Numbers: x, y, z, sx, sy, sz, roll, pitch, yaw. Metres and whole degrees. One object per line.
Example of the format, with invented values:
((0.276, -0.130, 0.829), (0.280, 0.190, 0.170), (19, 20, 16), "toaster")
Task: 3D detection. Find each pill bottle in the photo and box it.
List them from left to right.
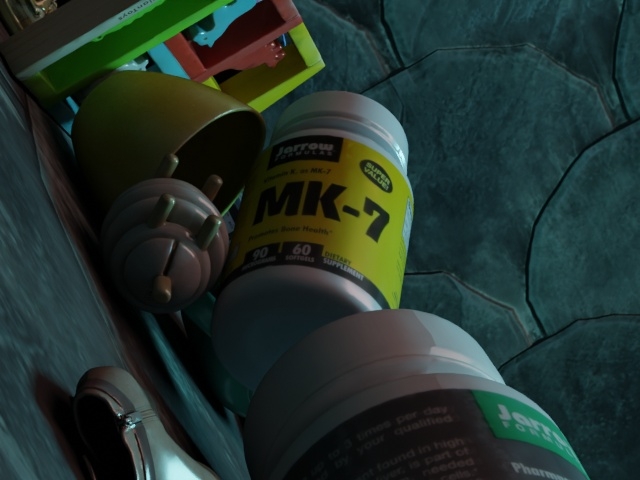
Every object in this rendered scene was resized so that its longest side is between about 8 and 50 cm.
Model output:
((0.000, 0.000, 1.296), (0.119, 0.119, 0.208), (59, 27, -35), "pill bottle")
((0.076, 0.205, 1.084), (0.204, 0.204, 0.361), (59, 2, -35), "pill bottle")

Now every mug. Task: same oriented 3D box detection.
((-0.040, 0.071, 1.392), (0.097, 0.157, 0.129), (-114, -151, -42), "mug")

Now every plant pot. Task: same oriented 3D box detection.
((-0.119, -0.064, 1.342), (0.095, 0.134, 0.134), (39, -6, 20), "plant pot")

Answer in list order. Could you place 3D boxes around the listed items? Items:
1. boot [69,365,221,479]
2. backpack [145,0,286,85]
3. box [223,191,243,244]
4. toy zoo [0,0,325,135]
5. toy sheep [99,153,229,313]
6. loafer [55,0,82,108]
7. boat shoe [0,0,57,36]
((-0.080, 0.113, 0.890), (0.118, 0.042, 0.087), (60, 8, 4), "boot")
((-0.091, -0.160, 1.544), (0.105, 0.114, 0.084), (85, -20, -53), "backpack")
((-0.098, -0.019, 1.905), (0.183, 0.059, 0.233), (60, 1, -47), "box")
((-0.103, -0.129, 1.423), (0.030, 0.192, 0.293), (60, 2, 20), "toy zoo")
((-0.099, 0.002, 1.224), (0.091, 0.091, 0.132), (60, 14, -21), "toy sheep")
((-0.201, -0.181, 1.499), (0.078, 0.080, 0.220), (-124, -168, -58), "loafer")
((-0.221, -0.192, 1.403), (0.153, 0.048, 0.056), (60, 2, -24), "boat shoe")
